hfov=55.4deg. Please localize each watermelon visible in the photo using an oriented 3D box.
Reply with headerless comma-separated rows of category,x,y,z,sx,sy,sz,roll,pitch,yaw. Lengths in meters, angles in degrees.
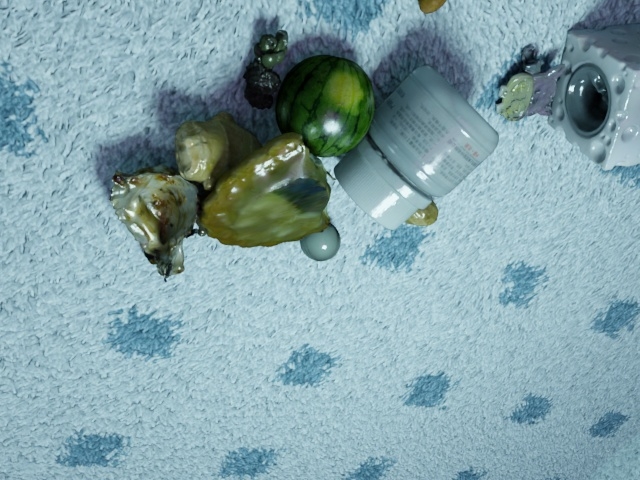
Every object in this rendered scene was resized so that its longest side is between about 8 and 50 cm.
watermelon,-0.002,-0.266,1.245,0.204,0.127,0.232,34,106,4

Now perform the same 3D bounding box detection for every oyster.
oyster,-0.342,-0.031,1.342,0.198,0.133,0.337,17,133,11

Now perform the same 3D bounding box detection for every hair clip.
hair clip,0.485,-0.355,1.424,0.146,0.056,0.187,-10,133,-1

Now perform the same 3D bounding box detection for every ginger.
ginger,-0.171,-0.156,1.307,0.126,0.190,0.354,-16,148,31

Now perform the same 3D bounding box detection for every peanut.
peanut,0.217,-0.095,1.526,0.193,0.089,0.089,34,111,-31

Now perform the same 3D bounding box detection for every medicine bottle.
medicine bottle,0.201,-0.196,1.331,0.245,0.245,0.306,33,112,-35

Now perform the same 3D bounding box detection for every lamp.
lamp,0.000,0.000,1.511,0.105,0.105,0.105,-9,129,-11

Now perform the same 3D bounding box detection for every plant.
plant,-0.110,-0.343,1.228,0.085,0.087,0.174,-21,144,-42

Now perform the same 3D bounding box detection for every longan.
longan,-0.243,-0.062,1.381,0.106,0.106,0.119,21,100,-30

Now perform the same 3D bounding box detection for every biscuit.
biscuit,-0.076,-0.080,1.288,0.335,0.078,0.329,12,137,-46

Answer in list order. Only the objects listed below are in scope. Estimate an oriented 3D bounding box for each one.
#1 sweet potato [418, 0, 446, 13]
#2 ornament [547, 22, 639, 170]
sweet potato,0.267,-0.593,1.136,0.095,0.106,0.354,27,120,5
ornament,0.705,-0.334,1.388,0.240,0.240,0.239,-10,130,-12
